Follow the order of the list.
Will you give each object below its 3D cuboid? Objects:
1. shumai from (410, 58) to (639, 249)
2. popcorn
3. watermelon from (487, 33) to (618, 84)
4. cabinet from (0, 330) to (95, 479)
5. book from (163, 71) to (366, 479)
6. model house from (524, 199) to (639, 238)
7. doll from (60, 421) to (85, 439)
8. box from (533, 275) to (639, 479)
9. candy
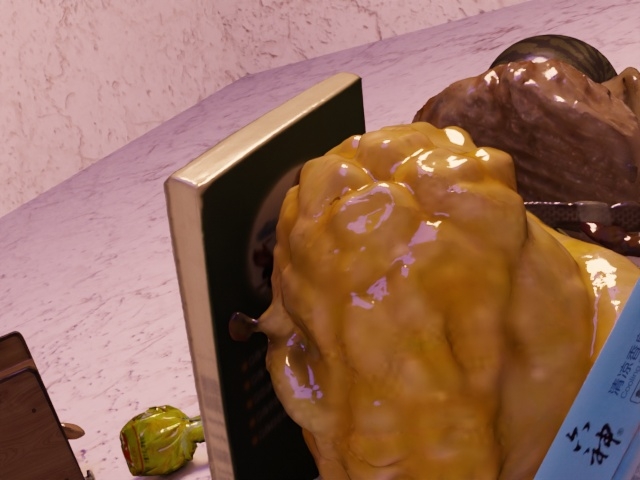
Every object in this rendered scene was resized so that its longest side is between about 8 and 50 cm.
[{"bbox_3d":[0.261,-0.114,1.671,0.314,0.267,0.262,5,29,28],"label":"shumai"},{"bbox_3d":[0.128,0.068,1.162,0.381,0.349,0.349,-9,17,8],"label":"popcorn"},{"bbox_3d":[0.320,-0.186,1.991,0.212,0.212,0.212,-20,15,6],"label":"watermelon"},{"bbox_3d":[-0.310,0.226,1.417,0.148,0.215,0.175,-23,14,-12],"label":"cabinet"},{"bbox_3d":[-0.027,0.062,1.307,0.043,0.371,0.260,13,32,32],"label":"book"},{"bbox_3d":[0.223,0.051,1.412,0.278,0.218,0.205,2,5,10],"label":"model house"},{"bbox_3d":[-0.439,0.218,1.643,0.330,0.174,0.235,-12,-23,40],"label":"doll"},{"bbox_3d":[0.240,0.130,0.921,0.232,0.142,0.083,-61,23,-6],"label":"box"},{"bbox_3d":[-0.089,0.195,1.504,0.262,0.073,0.077,-14,-11,17],"label":"candy"}]
